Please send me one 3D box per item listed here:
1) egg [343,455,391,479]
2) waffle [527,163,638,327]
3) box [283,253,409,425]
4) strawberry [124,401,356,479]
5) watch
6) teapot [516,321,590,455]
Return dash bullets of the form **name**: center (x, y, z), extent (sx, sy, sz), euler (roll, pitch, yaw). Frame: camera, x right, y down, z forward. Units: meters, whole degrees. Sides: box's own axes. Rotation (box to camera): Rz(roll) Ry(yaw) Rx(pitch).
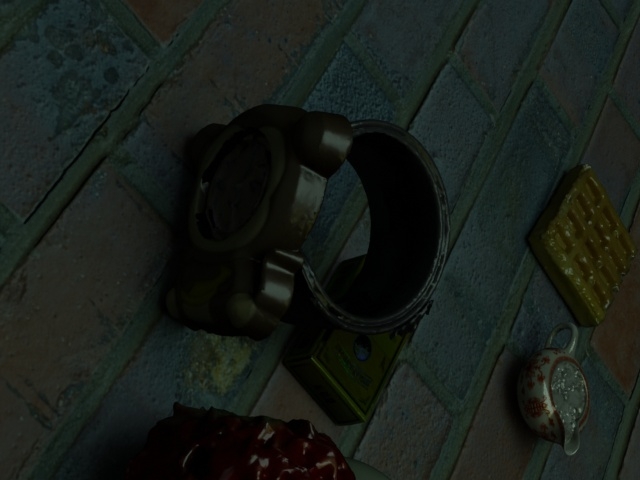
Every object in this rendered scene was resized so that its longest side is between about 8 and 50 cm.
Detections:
- **egg**: center (0.051, 0.387, 1.731), extent (0.151, 0.151, 0.209), euler (-37, 98, -46)
- **waffle**: center (0.498, 0.009, 2.397), extent (0.221, 0.055, 0.248), euler (56, 46, -18)
- **box**: center (0.048, 0.146, 1.871), extent (0.141, 0.064, 0.220), euler (52, 48, -22)
- **strawberry**: center (-0.109, 0.369, 1.462), extent (0.295, 0.317, 0.345), euler (24, 73, -37)
- **watch**: center (0.000, 0.000, 1.705), extent (0.327, 0.314, 0.335), euler (24, 76, -35)
- **teapot**: center (0.401, 0.253, 2.177), extent (0.159, 0.116, 0.245), euler (19, 66, -28)
